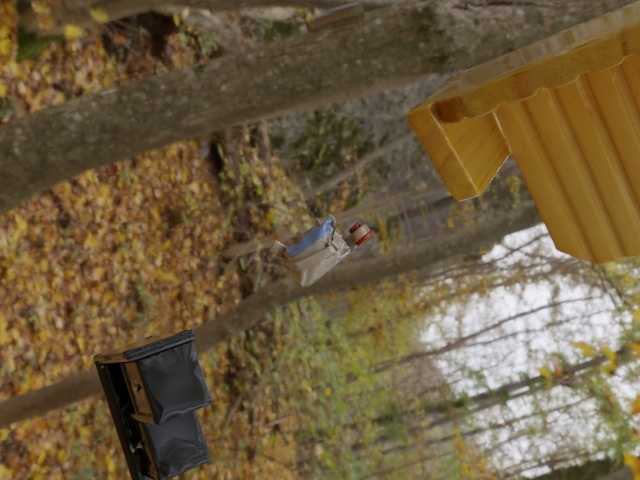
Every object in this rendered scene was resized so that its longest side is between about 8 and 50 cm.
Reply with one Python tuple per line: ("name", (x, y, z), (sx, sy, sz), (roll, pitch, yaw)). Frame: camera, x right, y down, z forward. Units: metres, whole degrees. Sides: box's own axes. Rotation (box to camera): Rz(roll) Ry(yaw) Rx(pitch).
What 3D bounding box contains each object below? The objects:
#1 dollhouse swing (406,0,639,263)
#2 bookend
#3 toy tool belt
("dollhouse swing", (0.333, -0.083, 0.814), (0.305, 0.346, 0.315), (66, 30, -12))
("bookend", (-0.162, 0.179, 0.800), (0.156, 0.072, 0.157), (-18, -90, 62))
("toy tool belt", (0.000, 0.000, 0.698), (0.051, 0.083, 0.052), (51, -7, 4))
